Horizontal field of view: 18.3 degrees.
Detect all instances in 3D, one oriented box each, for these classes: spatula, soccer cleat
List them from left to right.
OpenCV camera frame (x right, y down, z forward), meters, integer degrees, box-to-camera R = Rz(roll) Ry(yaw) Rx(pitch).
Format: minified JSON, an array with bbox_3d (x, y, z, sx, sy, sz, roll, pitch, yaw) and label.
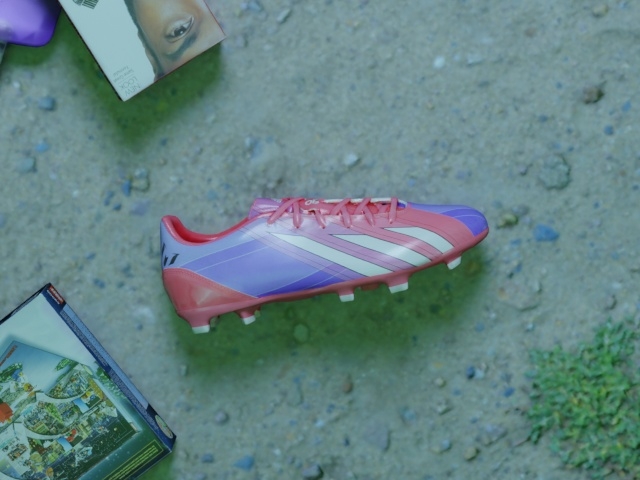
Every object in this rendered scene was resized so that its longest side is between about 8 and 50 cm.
[{"bbox_3d":[-0.258,-0.099,1.498,0.084,0.030,0.296,15,102,-10],"label":"spatula"},{"bbox_3d":[0.000,0.000,1.491,0.248,0.083,0.095,-14,96,7],"label":"soccer cleat"}]

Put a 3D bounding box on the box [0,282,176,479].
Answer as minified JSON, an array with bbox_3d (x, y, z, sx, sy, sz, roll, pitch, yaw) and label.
[{"bbox_3d":[-0.251,0.166,1.543,0.233,0.044,0.159,-37,98,8],"label":"box"}]

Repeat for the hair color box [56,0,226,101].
[{"bbox_3d":[-0.152,-0.196,1.460,0.093,0.053,0.167,-33,100,-4],"label":"hair color box"}]
